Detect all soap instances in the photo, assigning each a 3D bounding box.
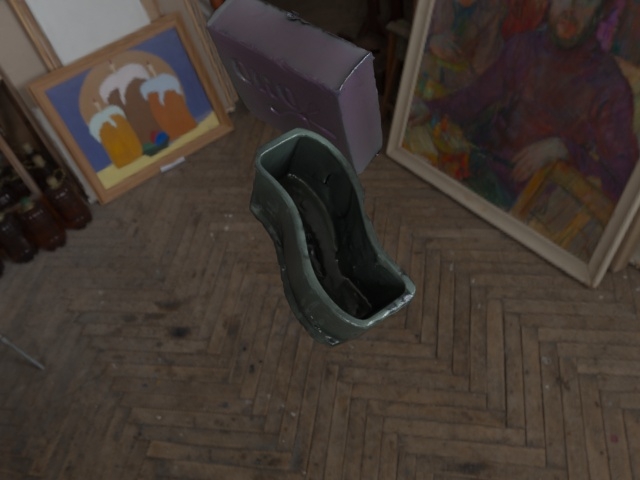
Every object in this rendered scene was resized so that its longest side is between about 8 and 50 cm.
[{"bbox_3d":[-0.033,-0.279,1.137,0.296,0.285,0.107,33,78,23],"label":"soap"}]

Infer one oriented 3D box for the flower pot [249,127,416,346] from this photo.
[{"bbox_3d":[0.000,0.000,0.691,0.103,0.108,0.229,-21,74,-21],"label":"flower pot"}]
